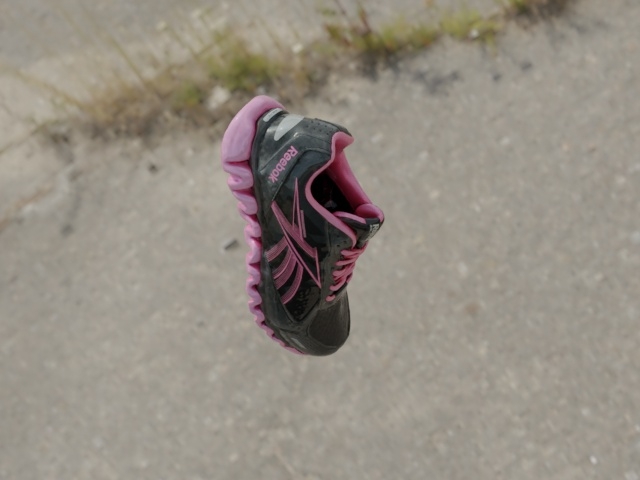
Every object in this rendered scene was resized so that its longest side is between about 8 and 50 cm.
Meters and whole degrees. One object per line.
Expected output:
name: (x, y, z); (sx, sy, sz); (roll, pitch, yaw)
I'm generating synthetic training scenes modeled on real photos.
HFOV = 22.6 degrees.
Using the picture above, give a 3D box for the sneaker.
sneaker: (0.000, 0.000, 0.633); (0.057, 0.119, 0.047); (9, 40, 30)
